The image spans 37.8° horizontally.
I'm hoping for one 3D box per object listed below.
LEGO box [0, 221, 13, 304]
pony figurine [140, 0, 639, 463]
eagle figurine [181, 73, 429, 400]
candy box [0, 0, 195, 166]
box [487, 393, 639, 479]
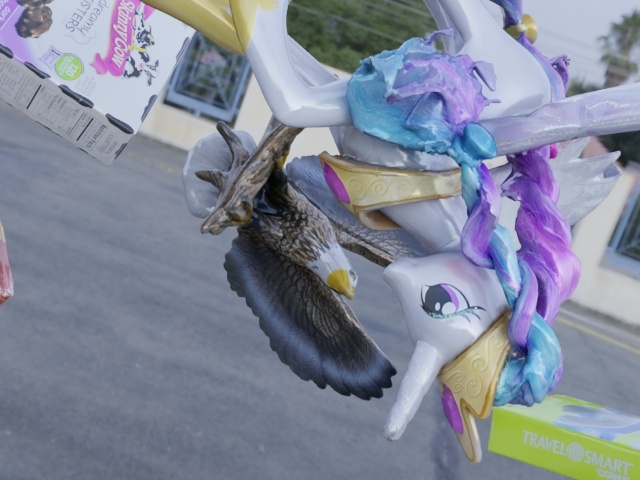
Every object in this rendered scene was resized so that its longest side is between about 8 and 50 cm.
[{"bbox_3d":[-0.522,-0.028,0.591,0.500,0.372,0.193,44,10,-43],"label":"LEGO box"},{"bbox_3d":[0.106,-0.082,0.614,0.351,0.303,0.363,-26,79,-26],"label":"pony figurine"},{"bbox_3d":[0.002,0.008,0.971,0.226,0.225,0.298,-19,-39,28],"label":"eagle figurine"},{"bbox_3d":[-0.225,-0.189,0.827,0.196,0.164,0.070,33,-36,-17],"label":"candy box"},{"bbox_3d":[0.236,0.166,0.734,0.178,0.042,0.109,11,5,42],"label":"box"}]
